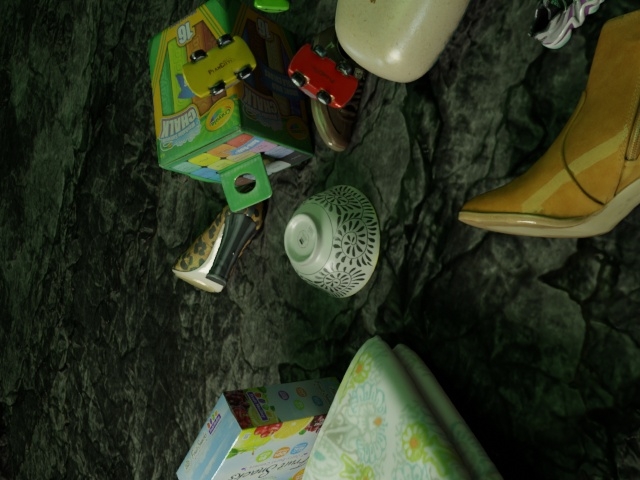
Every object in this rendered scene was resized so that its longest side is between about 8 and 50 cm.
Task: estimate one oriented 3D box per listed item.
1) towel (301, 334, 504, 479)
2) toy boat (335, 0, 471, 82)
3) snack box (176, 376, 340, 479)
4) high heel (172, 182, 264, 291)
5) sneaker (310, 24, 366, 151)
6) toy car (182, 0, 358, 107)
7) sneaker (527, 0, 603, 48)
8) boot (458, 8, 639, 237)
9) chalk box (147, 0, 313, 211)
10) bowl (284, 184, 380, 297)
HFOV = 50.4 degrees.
[{"bbox_3d":[0.080,0.338,0.800,0.321,0.090,0.374,-68,25,20],"label":"towel"},{"bbox_3d":[0.087,-0.376,0.895,0.318,0.148,0.268,45,125,32],"label":"toy boat"},{"bbox_3d":[-0.075,0.284,0.965,0.070,0.207,0.174,53,124,36],"label":"snack box"},{"bbox_3d":[-0.181,-0.005,1.229,0.261,0.093,0.186,-10,54,62],"label":"high heel"},{"bbox_3d":[0.030,-0.227,0.988,0.071,0.066,0.189,-13,79,42],"label":"sneaker"},{"bbox_3d":[-0.067,-0.296,0.938,0.053,0.239,0.225,170,102,-79],"label":"toy car"},{"bbox_3d":[0.261,-0.254,0.725,0.038,0.069,0.098,54,126,35],"label":"sneaker"},{"bbox_3d":[0.278,-0.113,0.687,0.295,0.104,0.211,-3,80,43],"label":"boot"},{"bbox_3d":[-0.139,-0.195,1.069,0.180,0.179,0.289,-19,72,33],"label":"chalk box"},{"bbox_3d":[0.000,0.000,0.996,0.170,0.080,0.170,-3,86,48],"label":"bowl"}]
